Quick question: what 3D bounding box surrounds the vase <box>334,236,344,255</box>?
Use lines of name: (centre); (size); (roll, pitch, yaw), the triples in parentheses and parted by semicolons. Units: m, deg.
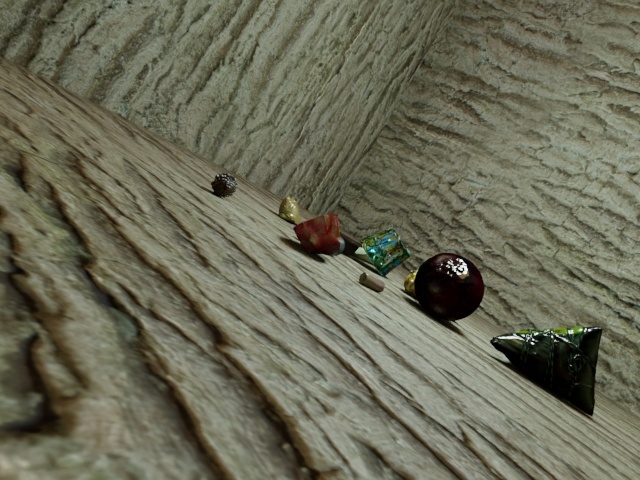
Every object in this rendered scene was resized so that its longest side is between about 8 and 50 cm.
vase: (0.000, 0.000, 2.034); (0.214, 0.086, 0.086); (20, 11, -41)

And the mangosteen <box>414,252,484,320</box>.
mangosteen: (0.534, 0.203, 2.061); (0.298, 0.293, 0.297); (10, 50, -12)

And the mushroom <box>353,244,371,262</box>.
mushroom: (0.273, 0.076, 2.713); (0.333, 0.107, 0.087); (25, 49, -54)

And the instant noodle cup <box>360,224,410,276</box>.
instant noodle cup: (0.334, 0.046, 2.462); (0.240, 0.178, 0.240); (55, 10, -14)

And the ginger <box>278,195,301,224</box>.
ginger: (-0.145, -0.150, 2.493); (0.115, 0.122, 0.193); (11, -6, 14)

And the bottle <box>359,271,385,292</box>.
bottle: (0.188, 0.154, 1.772); (0.097, 0.045, 0.045); (30, 5, -24)

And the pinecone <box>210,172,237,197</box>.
pinecone: (-0.376, -0.207, 1.880); (0.102, 0.102, 0.109); (28, -28, -21)

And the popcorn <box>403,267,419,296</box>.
popcorn: (0.480, 0.206, 2.320); (0.170, 0.180, 0.180); (51, 5, -2)

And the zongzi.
zongzi: (0.879, 0.447, 1.910); (0.384, 0.318, 0.362); (13, -1, 26)

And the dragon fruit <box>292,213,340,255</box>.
dragon fruit: (-0.020, -0.001, 1.781); (0.161, 0.126, 0.274); (-4, -12, -8)

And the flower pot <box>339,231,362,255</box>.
flower pot: (0.087, 0.000, 2.470); (0.251, 0.084, 0.179); (30, 6, 13)
